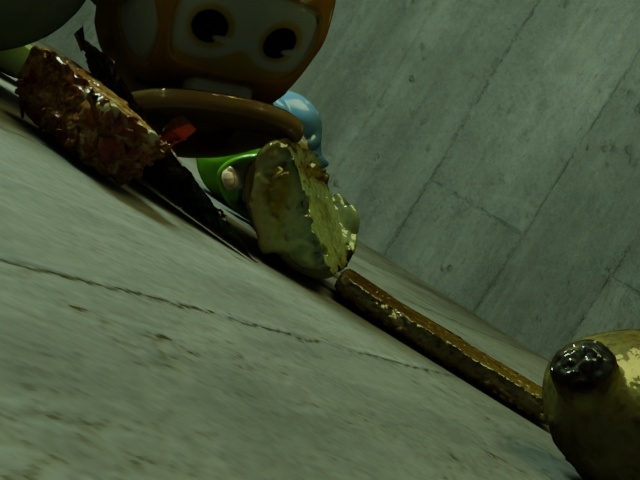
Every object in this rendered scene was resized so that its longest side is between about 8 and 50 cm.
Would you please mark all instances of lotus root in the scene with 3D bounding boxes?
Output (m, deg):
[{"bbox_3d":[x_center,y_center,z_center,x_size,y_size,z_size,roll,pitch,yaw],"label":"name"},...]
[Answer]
[{"bbox_3d":[0.220,0.120,0.828,0.214,0.138,0.138,29,4,-36],"label":"lotus root"}]

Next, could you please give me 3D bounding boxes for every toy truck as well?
[{"bbox_3d":[-0.109,-0.200,1.124,0.204,0.211,0.288,8,-11,-28],"label":"toy truck"}]

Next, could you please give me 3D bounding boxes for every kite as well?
[{"bbox_3d":[-0.128,-0.071,0.964,0.232,0.009,0.189,54,-22,-6],"label":"kite"}]

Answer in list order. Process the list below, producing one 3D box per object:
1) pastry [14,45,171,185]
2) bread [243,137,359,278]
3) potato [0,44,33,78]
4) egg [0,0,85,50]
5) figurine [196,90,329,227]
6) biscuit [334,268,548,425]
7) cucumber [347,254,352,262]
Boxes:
[{"bbox_3d":[-0.178,-0.090,0.904,0.087,0.063,0.169,37,2,-42],"label":"pastry"},{"bbox_3d":[-0.023,-0.023,1.097,0.232,0.088,0.128,-16,82,-82],"label":"bread"},{"bbox_3d":[-0.366,-0.221,1.249,0.198,0.054,0.119,36,-4,-31],"label":"potato"},{"bbox_3d":[-0.319,-0.299,0.989,0.258,0.258,0.352,33,-6,33],"label":"egg"},{"bbox_3d":[-0.063,-0.086,1.386,0.162,0.143,0.263,9,27,-15],"label":"figurine"},{"bbox_3d":[0.113,0.096,1.098,0.231,0.025,0.131,32,4,2],"label":"biscuit"},{"bbox_3d":[0.000,0.000,1.351,0.048,0.048,0.105,30,2,-27],"label":"cucumber"}]
